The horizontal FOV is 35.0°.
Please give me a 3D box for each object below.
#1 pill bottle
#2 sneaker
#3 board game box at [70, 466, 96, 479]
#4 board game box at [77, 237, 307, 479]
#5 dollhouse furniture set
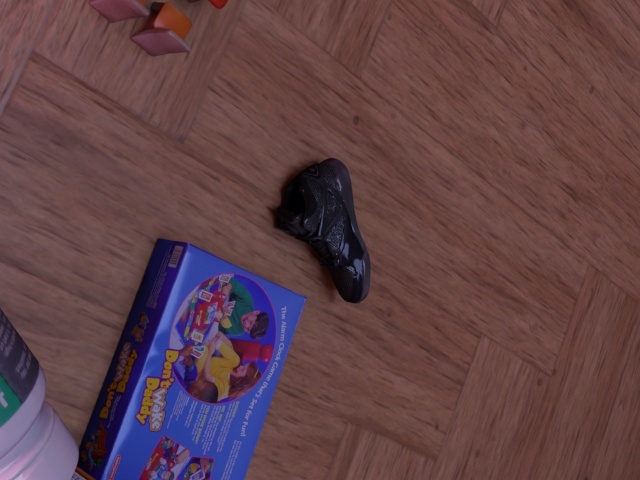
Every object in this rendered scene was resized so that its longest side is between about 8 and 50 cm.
[{"bbox_3d":[-0.411,0.128,1.033,0.204,0.204,0.361,-43,119,-29],"label":"pill bottle"},{"bbox_3d":[0.000,0.000,1.548,0.130,0.087,0.227,-23,107,-35],"label":"sneaker"},{"bbox_3d":[-0.279,0.544,1.131,0.356,0.356,0.357,-35,131,-35],"label":"board game box"},{"bbox_3d":[-0.177,0.201,1.419,0.233,0.078,0.347,28,77,-40],"label":"board game box"},{"bbox_3d":[-0.194,-0.407,1.290,0.259,0.135,0.262,40,70,-37],"label":"dollhouse furniture set"}]
